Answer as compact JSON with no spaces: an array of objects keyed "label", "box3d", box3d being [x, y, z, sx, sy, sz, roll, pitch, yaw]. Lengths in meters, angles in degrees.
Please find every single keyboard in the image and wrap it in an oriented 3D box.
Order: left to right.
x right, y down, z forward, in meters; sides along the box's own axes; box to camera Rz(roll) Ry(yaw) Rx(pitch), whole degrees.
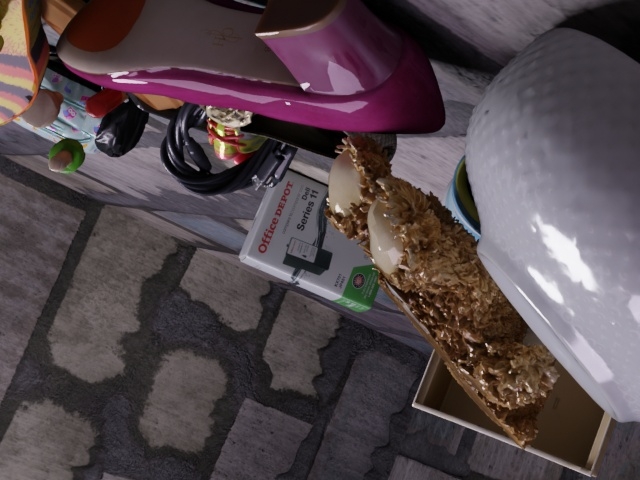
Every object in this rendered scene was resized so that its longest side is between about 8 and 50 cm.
[{"label":"keyboard","box3d":[-0.166,-0.168,1.297,0.180,0.023,0.108,17,-157,-44]}]

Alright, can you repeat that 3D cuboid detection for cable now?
[{"label":"cable","box3d":[-0.088,-0.121,1.130,0.150,0.047,0.184,5,138,-25]}]

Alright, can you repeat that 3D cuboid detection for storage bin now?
[{"label":"storage bin","box3d":[0.311,0.172,1.525,0.262,0.260,0.123,18,170,23]}]

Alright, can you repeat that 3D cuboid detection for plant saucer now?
[{"label":"plant saucer","box3d":[-0.225,-0.202,1.134,0.200,0.037,0.200,37,178,1]}]

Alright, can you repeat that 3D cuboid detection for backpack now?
[{"label":"backpack","box3d":[-0.341,-0.186,1.457,0.182,0.115,0.152,25,174,2]}]

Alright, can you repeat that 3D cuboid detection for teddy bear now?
[{"label":"teddy bear","box3d":[0.125,0.039,0.932,0.338,0.113,0.245,50,179,-18]}]

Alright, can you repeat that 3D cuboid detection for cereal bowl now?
[{"label":"cereal bowl","box3d":[0.213,0.023,0.749,0.339,0.141,0.339,51,-179,-2]}]

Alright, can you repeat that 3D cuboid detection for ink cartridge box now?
[{"label":"ink cartridge box","box3d":[0.000,0.000,1.615,0.208,0.153,0.087,22,171,-8]}]

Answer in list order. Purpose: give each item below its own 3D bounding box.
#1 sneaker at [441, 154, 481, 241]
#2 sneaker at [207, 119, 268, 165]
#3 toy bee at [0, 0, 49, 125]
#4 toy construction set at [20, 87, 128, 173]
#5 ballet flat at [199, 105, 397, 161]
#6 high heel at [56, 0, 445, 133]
[{"label":"sneaker","box3d":[0.262,-0.001,1.028,0.319,0.127,0.208,20,173,12]},{"label":"sneaker","box3d":[-0.095,-0.138,1.186,0.081,0.094,0.208,20,170,25]},{"label":"toy bee","box3d":[-0.289,-0.225,0.930,0.162,0.195,0.298,-3,156,7]},{"label":"toy construction set","box3d":[-0.368,-0.183,1.183,0.309,0.257,0.237,14,-165,-3]},{"label":"ballet flat","box3d":[-0.017,-0.114,1.067,0.250,0.058,0.084,14,156,-41]},{"label":"high heel","box3d":[-0.076,-0.147,0.946,0.377,0.127,0.181,12,159,42]}]
